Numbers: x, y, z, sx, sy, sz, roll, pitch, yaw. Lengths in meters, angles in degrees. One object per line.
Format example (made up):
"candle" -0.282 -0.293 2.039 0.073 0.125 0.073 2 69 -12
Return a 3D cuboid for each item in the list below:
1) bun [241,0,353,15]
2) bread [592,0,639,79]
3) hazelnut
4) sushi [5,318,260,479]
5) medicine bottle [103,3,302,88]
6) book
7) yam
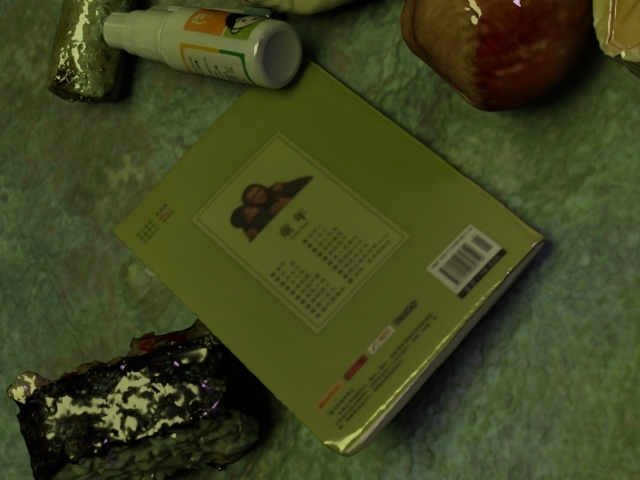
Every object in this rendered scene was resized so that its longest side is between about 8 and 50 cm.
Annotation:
"bun" -0.036 -0.375 1.599 0.360 0.211 0.359 -11 72 37
"bread" 0.303 -0.219 1.363 0.192 0.110 0.209 -4 77 44
"hazelnut" 0.141 -0.178 1.471 0.143 0.143 0.154 -61 36 10
"sushi" -0.154 0.154 1.630 0.212 0.147 0.115 -22 59 14
"medicine bottle" -0.104 -0.188 1.693 0.221 0.092 0.061 14 128 42
"book" 0.000 0.000 1.555 0.239 0.035 0.352 -47 50 -3
"yam" -0.213 -0.221 1.791 0.078 0.078 0.179 9 84 39
